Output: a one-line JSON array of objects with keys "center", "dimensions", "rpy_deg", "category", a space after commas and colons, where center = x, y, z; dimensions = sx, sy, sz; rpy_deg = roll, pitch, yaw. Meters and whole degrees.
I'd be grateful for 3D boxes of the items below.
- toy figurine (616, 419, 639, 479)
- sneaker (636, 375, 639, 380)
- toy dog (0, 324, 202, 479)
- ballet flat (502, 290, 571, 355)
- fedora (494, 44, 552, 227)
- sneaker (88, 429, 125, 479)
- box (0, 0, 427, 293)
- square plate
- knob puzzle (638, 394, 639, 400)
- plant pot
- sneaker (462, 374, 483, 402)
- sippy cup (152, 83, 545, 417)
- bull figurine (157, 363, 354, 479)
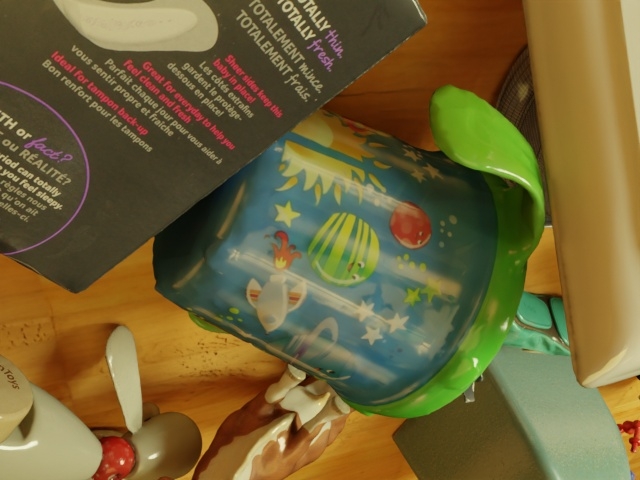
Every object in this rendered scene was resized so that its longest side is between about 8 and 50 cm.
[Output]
[{"center": [0.471, 0.380, 1.196], "dimensions": [0.217, 0.191, 0.362], "rpy_deg": [34, 147, -2], "category": "toy figurine"}, {"center": [0.604, 0.212, 1.093], "dimensions": [0.106, 0.101, 0.267], "rpy_deg": [-36, 138, 7], "category": "sneaker"}, {"center": [-0.270, 0.166, 0.595], "dimensions": [0.220, 0.161, 0.334], "rpy_deg": [-36, 147, -7], "category": "toy dog"}, {"center": [0.292, 0.117, 0.869], "dimensions": [0.247, 0.083, 0.087], "rpy_deg": [19, 146, -39], "category": "ballet flat"}, {"center": [0.296, -0.089, 0.615], "dimensions": [0.243, 0.124, 0.275], "rpy_deg": [-22, 138, -6], "category": "fedora"}, {"center": [-0.298, 0.273, 0.734], "dimensions": [0.212, 0.080, 0.094], "rpy_deg": [12, 138, -26], "category": "sneaker"}, {"center": [-0.107, -0.125, 0.360], "dimensions": [0.270, 0.143, 0.165], "rpy_deg": [-36, 137, 10], "category": "box"}, {"center": [0.303, -0.087, 0.486], "dimensions": [0.344, 0.347, 0.049], "rpy_deg": [-4, 176, -29], "category": "square plate"}, {"center": [0.619, 0.231, 1.047], "dimensions": [0.213, 0.030, 0.213], "rpy_deg": [-16, 124, -26], "category": "knob puzzle"}, {"center": [0.312, 0.335, 0.958], "dimensions": [0.247, 0.252, 0.247], "rpy_deg": [9, 127, -34], "category": "plant pot"}, {"center": [0.149, 0.095, 0.706], "dimensions": [0.094, 0.153, 0.235], "rpy_deg": [8, 128, -35], "category": "sneaker"}, {"center": [0.000, 0.000, 0.498], "dimensions": [0.224, 0.240, 0.305], "rpy_deg": [24, 108, -29], "category": "sippy cup"}, {"center": [-0.038, 0.208, 0.699], "dimensions": [0.188, 0.101, 0.310], "rpy_deg": [-45, 169, 20], "category": "bull figurine"}]
